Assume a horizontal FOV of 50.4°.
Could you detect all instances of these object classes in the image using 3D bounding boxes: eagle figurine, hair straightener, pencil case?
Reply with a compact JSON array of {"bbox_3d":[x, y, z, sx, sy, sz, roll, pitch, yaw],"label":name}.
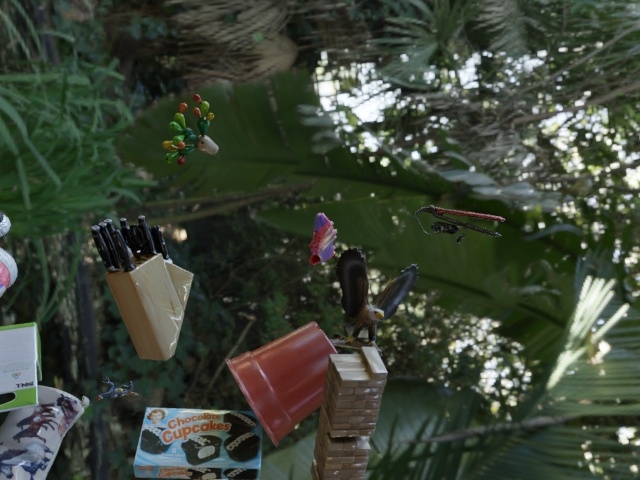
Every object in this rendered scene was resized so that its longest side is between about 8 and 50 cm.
[{"bbox_3d":[0.154,0.189,2.047,0.225,0.226,0.298,8,-97,42],"label":"eagle figurine"},{"bbox_3d":[0.347,-0.035,1.734,0.047,0.231,0.088,-1,102,-80],"label":"hair straightener"},{"bbox_3d":[-0.740,0.553,1.695,0.159,0.184,0.410,116,-6,-53],"label":"pencil case"}]

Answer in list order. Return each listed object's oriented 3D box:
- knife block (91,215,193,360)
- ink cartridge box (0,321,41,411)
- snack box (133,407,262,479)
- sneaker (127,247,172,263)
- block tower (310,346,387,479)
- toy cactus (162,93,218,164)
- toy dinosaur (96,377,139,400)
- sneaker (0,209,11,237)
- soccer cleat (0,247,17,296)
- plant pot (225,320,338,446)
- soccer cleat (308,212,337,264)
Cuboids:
[{"bbox_3d":[-0.394,0.094,1.435,0.242,0.088,0.275,32,62,-47],"label":"knife block"},{"bbox_3d":[-0.809,0.345,1.720,0.097,0.189,0.255,103,-26,-45],"label":"ink cartridge box"},{"bbox_3d":[-0.318,0.541,1.817,0.187,0.322,0.060,-93,-173,-54],"label":"snack box"},{"bbox_3d":[-0.489,0.069,2.003,0.212,0.094,0.080,42,-32,-16],"label":"sneaker"},{"bbox_3d":[0.049,0.373,1.346,0.091,0.097,0.335,-118,-146,-61],"label":"block tower"},{"bbox_3d":[-0.373,-0.311,2.041,0.112,0.181,0.218,22,-95,43],"label":"toy cactus"},{"bbox_3d":[-0.478,0.361,1.593,0.047,0.082,0.090,53,-13,57],"label":"toy dinosaur"},{"bbox_3d":[-0.861,-0.013,1.556,0.100,0.272,0.107,32,-34,46],"label":"sneaker"},{"bbox_3d":[-0.671,0.032,1.108,0.116,0.319,0.108,-80,-172,-59],"label":"soccer cleat"},{"bbox_3d":[-0.077,0.373,1.864,0.272,0.265,0.272,57,-9,14],"label":"plant pot"},{"bbox_3d":[0.000,0.000,2.344,0.083,0.095,0.248,46,-20,26],"label":"soccer cleat"}]
